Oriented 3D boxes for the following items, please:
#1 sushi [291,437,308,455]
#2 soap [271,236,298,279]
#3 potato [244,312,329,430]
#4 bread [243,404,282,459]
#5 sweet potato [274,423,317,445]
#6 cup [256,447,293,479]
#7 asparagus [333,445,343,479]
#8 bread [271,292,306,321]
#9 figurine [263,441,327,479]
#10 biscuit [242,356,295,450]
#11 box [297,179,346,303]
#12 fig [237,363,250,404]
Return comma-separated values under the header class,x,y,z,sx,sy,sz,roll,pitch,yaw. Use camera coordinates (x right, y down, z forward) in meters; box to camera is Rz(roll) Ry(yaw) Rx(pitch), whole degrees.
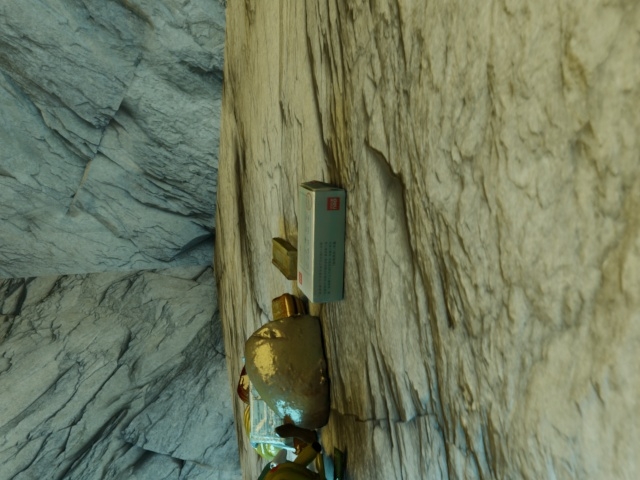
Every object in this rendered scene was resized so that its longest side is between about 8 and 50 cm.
class,x,y,z,sx,sy,sz,roll,pitch,yaw
sushi,-0.054,0.615,1.595,0.118,0.061,0.060,-58,-42,-84
soap,-0.119,0.055,1.730,0.252,0.037,0.092,-147,57,-70
potato,-0.090,0.357,1.422,0.211,0.189,0.264,110,152,-52
bread,-0.220,0.713,2.045,0.311,0.121,0.173,-171,79,-72
sweet potato,-0.061,0.524,1.468,0.054,0.182,0.053,-23,52,30
cup,-0.125,0.747,1.534,0.173,0.167,0.300,-43,-43,-64
asparagus,0.038,0.587,1.319,0.034,0.027,0.236,41,136,46
bread,-0.094,0.222,1.609,0.200,0.077,0.116,145,122,-69
figurine,-0.060,0.630,1.337,0.327,0.169,0.218,133,152,-77
biscuit,-0.158,0.530,1.743,0.079,0.186,0.309,5,-100,-69
box,0.000,0.000,1.249,0.135,0.079,0.269,-145,54,-68
fig,-0.181,0.503,1.874,0.175,0.207,0.175,17,-90,-72
